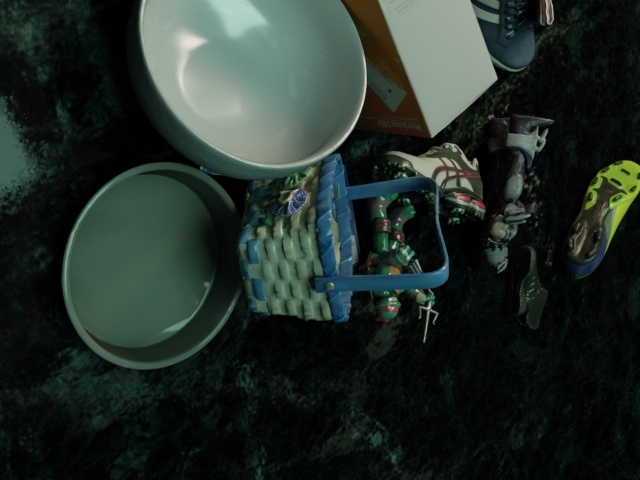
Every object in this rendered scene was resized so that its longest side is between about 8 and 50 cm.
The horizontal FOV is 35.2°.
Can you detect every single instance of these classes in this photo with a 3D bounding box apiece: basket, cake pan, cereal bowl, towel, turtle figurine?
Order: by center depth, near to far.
[{"bbox_3d":[-0.113,-0.232,1.372,0.339,0.141,0.338,11,67,-28],"label":"cereal bowl"},{"bbox_3d":[-0.237,0.033,1.417,0.293,0.054,0.293,-10,106,-39],"label":"cake pan"},{"bbox_3d":[0.032,-0.004,1.435,0.289,0.254,0.201,-3,122,3],"label":"basket"},{"bbox_3d":[0.122,0.044,1.643,0.175,0.118,0.234,63,21,-65],"label":"turtle figurine"},{"bbox_3d":[0.400,-0.460,1.792,0.197,0.029,0.144,-62,152,-72],"label":"towel"}]

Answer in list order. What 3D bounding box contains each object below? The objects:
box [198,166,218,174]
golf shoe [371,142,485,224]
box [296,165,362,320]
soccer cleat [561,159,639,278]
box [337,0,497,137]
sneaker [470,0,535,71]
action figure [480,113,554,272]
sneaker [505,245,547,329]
[{"bbox_3d":[-0.108,-0.147,1.495,0.178,0.042,0.109,3,97,-39],"label":"box"},{"bbox_3d":[0.183,-0.115,1.728,0.273,0.105,0.120,22,70,-47],"label":"golf shoe"},{"bbox_3d":[0.000,0.000,1.621,0.136,0.036,0.225,-25,116,-35],"label":"box"},{"bbox_3d":[0.577,-0.046,2.086,0.289,0.093,0.121,-55,158,-23],"label":"soccer cleat"},{"bbox_3d":[0.087,-0.347,1.504,0.168,0.215,0.345,-42,123,-26],"label":"box"},{"bbox_3d":[0.321,-0.440,1.726,0.131,0.148,0.350,-45,125,-24],"label":"sneaker"},{"bbox_3d":[0.341,-0.081,1.817,0.099,0.185,0.284,8,91,-6],"label":"action figure"},{"bbox_3d":[0.411,0.093,1.984,0.089,0.051,0.170,1,103,-41],"label":"sneaker"}]
